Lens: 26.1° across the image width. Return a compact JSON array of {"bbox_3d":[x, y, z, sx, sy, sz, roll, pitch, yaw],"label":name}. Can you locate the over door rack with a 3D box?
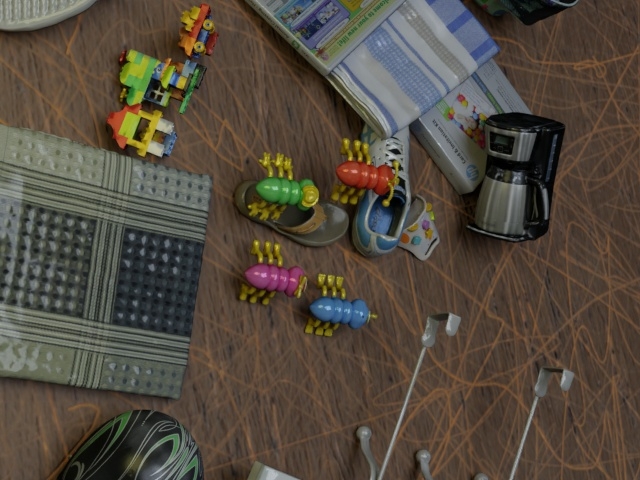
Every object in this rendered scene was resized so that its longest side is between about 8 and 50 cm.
[{"bbox_3d":[0.185,0.280,1.947,0.239,0.108,0.324,25,90,-27],"label":"over door rack"}]

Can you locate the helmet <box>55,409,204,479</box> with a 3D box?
[{"bbox_3d":[-0.221,0.286,1.675,0.161,0.169,0.169,-40,105,-14],"label":"helmet"}]

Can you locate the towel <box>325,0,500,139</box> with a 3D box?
[{"bbox_3d":[0.118,-0.291,2.028,0.285,0.034,0.209,-39,87,-33],"label":"towel"}]

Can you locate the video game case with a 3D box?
[{"bbox_3d":[0.002,-0.361,1.970,0.193,0.023,0.212,44,59,0],"label":"video game case"}]

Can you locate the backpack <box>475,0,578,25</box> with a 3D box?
[{"bbox_3d":[0.287,-0.480,2.107,0.253,0.191,0.225,37,61,-31],"label":"backpack"}]

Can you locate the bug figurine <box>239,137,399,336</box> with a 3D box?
[{"bbox_3d":[0.000,0.000,1.863,0.216,0.072,0.279,6,99,-25],"label":"bug figurine"}]

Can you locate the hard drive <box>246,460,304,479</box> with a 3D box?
[{"bbox_3d":[-0.051,0.488,1.769,0.233,0.047,0.353,27,81,-27],"label":"hard drive"}]

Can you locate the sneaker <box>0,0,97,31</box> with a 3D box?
[{"bbox_3d":[-0.296,-0.361,1.757,0.321,0.127,0.126,-32,94,-8],"label":"sneaker"}]

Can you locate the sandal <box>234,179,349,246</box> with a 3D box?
[{"bbox_3d":[-0.034,-0.039,1.908,0.180,0.049,0.072,20,72,-29],"label":"sandal"}]

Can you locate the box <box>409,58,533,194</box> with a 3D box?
[{"bbox_3d":[0.231,-0.185,2.115,0.186,0.038,0.145,-47,108,-29],"label":"box"}]

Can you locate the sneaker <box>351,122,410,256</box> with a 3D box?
[{"bbox_3d":[0.099,-0.092,1.984,0.085,0.086,0.237,15,73,-29],"label":"sneaker"}]

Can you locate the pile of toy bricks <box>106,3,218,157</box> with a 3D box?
[{"bbox_3d":[-0.217,-0.214,1.801,0.105,0.118,0.212,22,86,0],"label":"pile of toy bricks"}]

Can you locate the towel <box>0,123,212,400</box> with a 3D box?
[{"bbox_3d":[-0.298,0.030,1.732,0.324,0.056,0.312,14,77,-33],"label":"towel"}]

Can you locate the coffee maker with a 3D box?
[{"bbox_3d":[0.297,-0.101,2.073,0.171,0.120,0.178,-41,140,-71],"label":"coffee maker"}]

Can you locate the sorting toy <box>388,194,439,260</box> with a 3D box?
[{"bbox_3d":[0.150,-0.012,2.037,0.083,0.045,0.075,-54,130,-27],"label":"sorting toy"}]
